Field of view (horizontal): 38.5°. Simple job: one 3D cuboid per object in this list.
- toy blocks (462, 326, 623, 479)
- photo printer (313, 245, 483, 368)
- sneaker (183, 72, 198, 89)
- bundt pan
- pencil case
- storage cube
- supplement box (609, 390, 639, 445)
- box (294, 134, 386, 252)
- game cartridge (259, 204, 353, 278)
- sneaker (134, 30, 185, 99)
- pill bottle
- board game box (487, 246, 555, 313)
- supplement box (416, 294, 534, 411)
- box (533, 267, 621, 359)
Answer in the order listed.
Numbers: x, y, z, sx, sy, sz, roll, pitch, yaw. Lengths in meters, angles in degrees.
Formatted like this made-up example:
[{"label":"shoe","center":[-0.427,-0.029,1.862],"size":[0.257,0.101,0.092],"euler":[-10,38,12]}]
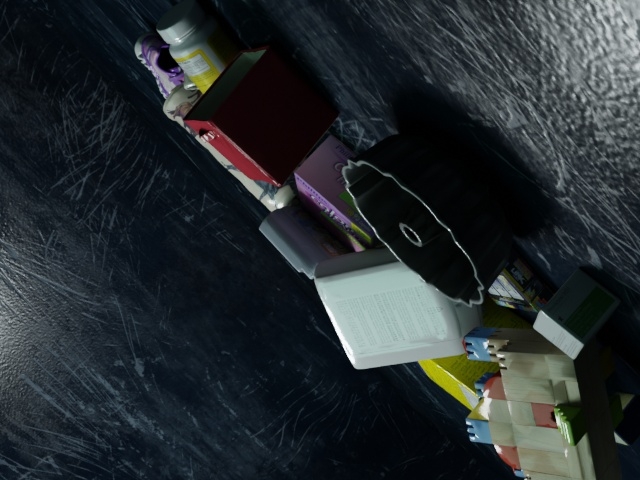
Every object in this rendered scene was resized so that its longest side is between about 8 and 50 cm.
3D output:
[{"label":"toy blocks","center":[0.382,0.311,1.661],"size":[0.261,0.190,0.381],"euler":[-2,108,42]},{"label":"photo printer","center":[0.169,0.126,1.862],"size":[0.307,0.107,0.256],"euler":[-14,112,30]},{"label":"sneaker","center":[-0.271,-0.389,1.995],"size":[0.232,0.115,0.090],"euler":[43,170,0]},{"label":"bundt pan","center":[0.193,-0.049,1.543],"size":[0.331,0.124,0.331],"euler":[44,168,12]},{"label":"pencil case","center":[-0.168,-0.224,2.148],"size":[0.410,0.160,0.183],"euler":[42,-161,5]},{"label":"storage cube","center":[-0.119,-0.238,1.776],"size":[0.193,0.215,0.183],"euler":[41,171,-23]},{"label":"supplement box","center":[0.585,0.344,1.774],"size":[0.056,0.083,0.083],"euler":[45,169,-6]},{"label":"box","center":[0.066,-0.078,1.960],"size":[0.213,0.117,0.243],"euler":[41,169,12]},{"label":"game cartridge","center":[0.000,0.000,2.073],"size":[0.198,0.062,0.297],"euler":[50,-155,21]},{"label":"sneaker","center":[-0.368,-0.422,2.319],"size":[0.104,0.095,0.236],"euler":[19,154,49]},{"label":"pill bottle","center":[-0.231,-0.381,1.868],"size":[0.208,0.119,0.119],"euler":[51,167,-33]},{"label":"board game box","center":[0.337,0.064,1.696],"size":[0.141,0.048,0.170],"euler":[48,169,-13]},{"label":"supplement box","center":[0.379,0.270,1.955],"size":[0.356,0.195,0.194],"euler":[36,168,38]},{"label":"box","center":[0.413,0.118,1.479],"size":[0.087,0.101,0.102],"euler":[40,167,19]}]
